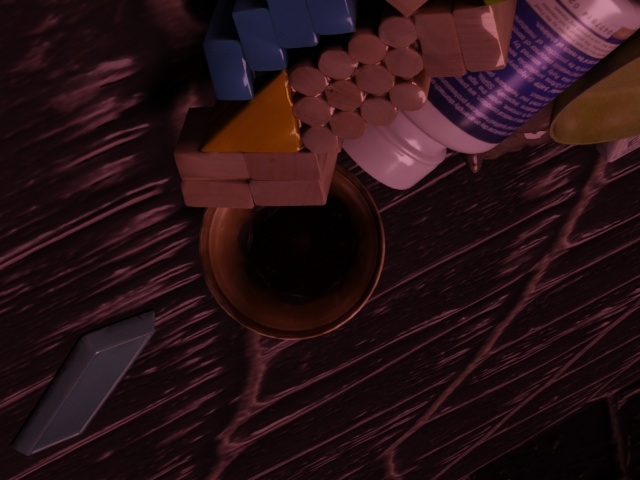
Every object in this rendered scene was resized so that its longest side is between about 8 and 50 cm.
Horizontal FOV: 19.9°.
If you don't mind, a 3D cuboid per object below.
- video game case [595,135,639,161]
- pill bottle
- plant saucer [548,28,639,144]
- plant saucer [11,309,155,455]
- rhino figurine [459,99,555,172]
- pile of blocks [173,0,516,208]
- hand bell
[{"bbox_3d":[0.348,-0.169,1.527,0.227,0.026,0.206,-27,159,-20],"label":"video game case"},{"bbox_3d":[0.092,-0.118,1.079,0.186,0.112,0.112,-41,162,25],"label":"pill bottle"},{"bbox_3d":[0.251,-0.126,1.148,0.241,0.037,0.241,-19,169,-4],"label":"plant saucer"},{"bbox_3d":[-0.185,0.116,1.421,0.067,0.018,0.192,-20,161,-36],"label":"plant saucer"},{"bbox_3d":[0.139,-0.099,1.293,0.106,0.073,0.243,-30,166,3],"label":"rhino figurine"},{"bbox_3d":[0.037,-0.149,0.949,0.362,0.149,0.112,-33,-150,37],"label":"pile of blocks"},{"bbox_3d":[0.000,0.000,1.318,0.126,0.126,0.242,-35,176,9],"label":"hand bell"}]
